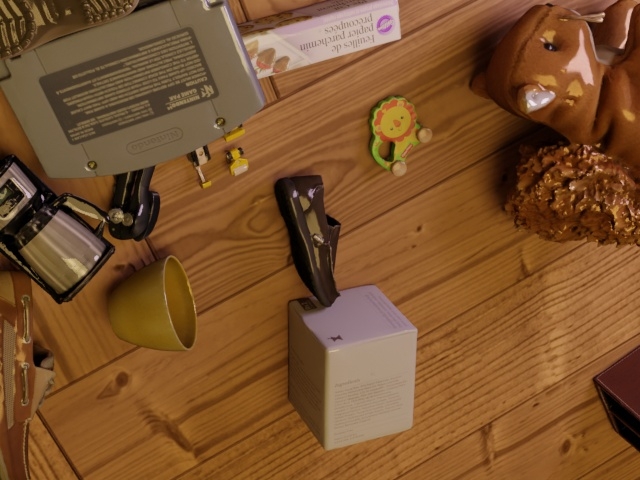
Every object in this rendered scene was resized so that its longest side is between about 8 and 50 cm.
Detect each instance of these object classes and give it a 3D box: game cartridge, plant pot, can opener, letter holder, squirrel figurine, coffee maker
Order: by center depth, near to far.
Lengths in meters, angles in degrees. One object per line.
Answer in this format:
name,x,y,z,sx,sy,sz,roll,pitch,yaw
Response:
game cartridge,-0.231,-0.189,1.392,0.297,0.062,0.198,-17,124,6
coffee maker,-0.370,-0.010,1.419,0.178,0.171,0.120,45,53,-16
can opener,-0.246,-0.085,1.497,0.059,0.073,0.186,15,108,10
plant pot,-0.237,0.096,1.550,0.095,0.134,0.134,-13,122,9
squirrel figurine,0.407,-0.164,1.642,0.371,0.281,0.396,6,109,-21
letter holder,0.690,0.266,2.014,0.302,0.214,0.152,-34,124,-7

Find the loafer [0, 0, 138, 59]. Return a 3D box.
loafer,-0.344,-0.282,1.327,0.269,0.092,0.101,-11,118,-3

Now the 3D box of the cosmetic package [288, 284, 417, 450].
cosmetic package,0.046,0.191,1.706,0.152,0.151,0.183,-10,119,-21

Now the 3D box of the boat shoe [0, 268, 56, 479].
boat shoe,-0.413,0.184,1.503,0.120,0.122,0.323,-14,120,-23

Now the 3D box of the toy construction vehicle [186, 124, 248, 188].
toy construction vehicle,-0.143,-0.128,1.534,0.086,0.035,0.098,-31,127,-22

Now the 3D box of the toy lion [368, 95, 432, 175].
toy lion,0.107,-0.158,1.639,0.096,0.034,0.100,33,98,-27

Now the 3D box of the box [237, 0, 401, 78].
box,-0.051,-0.264,1.488,0.324,0.067,0.063,-18,121,-16

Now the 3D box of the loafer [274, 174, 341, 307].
loafer,0.000,0.000,1.632,0.078,0.080,0.220,-23,122,-13
